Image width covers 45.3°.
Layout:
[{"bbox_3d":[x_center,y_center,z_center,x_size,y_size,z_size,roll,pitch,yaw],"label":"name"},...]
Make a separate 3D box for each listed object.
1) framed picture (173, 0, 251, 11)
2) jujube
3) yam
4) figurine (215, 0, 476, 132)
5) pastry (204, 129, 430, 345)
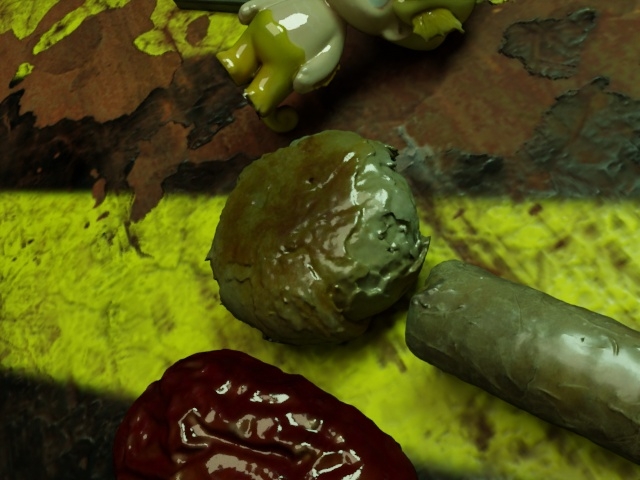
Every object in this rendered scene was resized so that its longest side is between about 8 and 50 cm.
[{"bbox_3d":[-0.029,-0.342,0.822,0.189,0.023,0.260,18,67,40],"label":"framed picture"},{"bbox_3d":[-0.030,0.125,0.403,0.176,0.109,0.112,15,100,36],"label":"jujube"},{"bbox_3d":[0.165,0.079,0.344,0.299,0.066,0.066,22,70,41],"label":"yam"},{"bbox_3d":[0.033,-0.193,0.601,0.246,0.131,0.156,-35,79,2],"label":"figurine"},{"bbox_3d":[-0.004,-0.001,0.501,0.153,0.081,0.153,-14,53,19],"label":"pastry"}]
